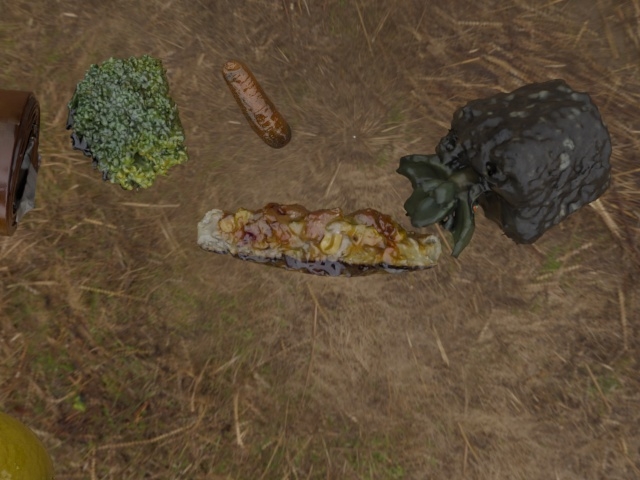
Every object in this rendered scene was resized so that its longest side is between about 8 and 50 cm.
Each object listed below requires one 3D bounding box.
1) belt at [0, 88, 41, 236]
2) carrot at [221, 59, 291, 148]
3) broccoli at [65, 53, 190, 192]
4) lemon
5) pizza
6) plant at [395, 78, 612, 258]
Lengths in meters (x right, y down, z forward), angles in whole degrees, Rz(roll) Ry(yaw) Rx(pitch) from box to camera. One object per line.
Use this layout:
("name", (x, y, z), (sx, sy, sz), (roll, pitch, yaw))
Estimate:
("belt", (-0.499, -0.122, 1.139), (0.105, 0.261, 0.184), (4, 134, -14))
("carrot", (-0.114, -0.236, 1.291), (0.060, 0.060, 0.186), (-33, 123, 7))
("broccoli", (-0.312, -0.222, 1.362), (0.180, 0.273, 0.242), (-12, 82, 32))
("lemon", (-0.504, 0.343, 1.023), (0.253, 0.228, 0.228), (33, 98, -19))
("pizza", (0.000, 0.000, 1.204), (0.409, 0.278, 0.114), (3, 88, 2))
("plant", (0.277, -0.111, 1.165), (0.312, 0.215, 0.213), (-19, 130, -8))
